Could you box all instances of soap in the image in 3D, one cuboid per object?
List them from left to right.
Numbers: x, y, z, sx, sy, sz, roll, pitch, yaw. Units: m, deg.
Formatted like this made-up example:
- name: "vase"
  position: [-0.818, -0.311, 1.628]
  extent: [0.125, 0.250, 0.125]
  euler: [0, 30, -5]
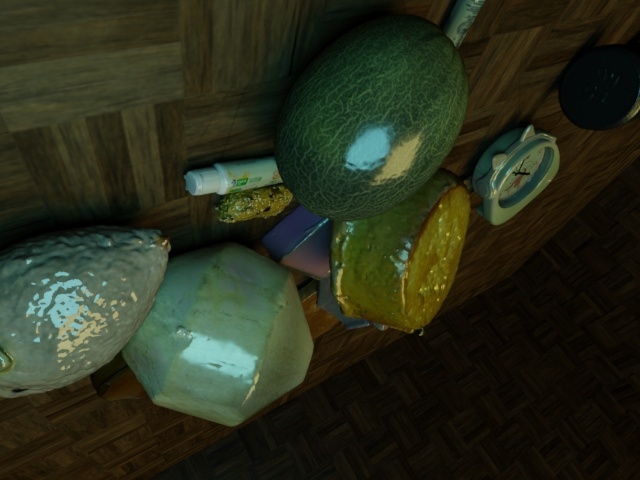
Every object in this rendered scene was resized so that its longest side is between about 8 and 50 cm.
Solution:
- name: "soap"
  position: [-0.001, -0.001, 1.065]
  extent: [0.181, 0.081, 0.259]
  euler: [-40, 154, 11]

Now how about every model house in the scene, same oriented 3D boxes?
- name: "model house"
  position: [0.153, 0.128, 1.236]
  extent: [0.237, 0.238, 0.202]
  euler: [-9, 121, -44]

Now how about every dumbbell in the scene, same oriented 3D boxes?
- name: "dumbbell"
  position: [0.792, -0.404, 1.164]
  extent: [0.323, 0.203, 0.203]
  euler: [-19, 152, -32]

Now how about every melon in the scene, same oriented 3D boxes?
- name: "melon"
  position: [0.072, -0.169, 0.651]
  extent: [0.301, 0.237, 0.238]
  euler: [-47, 153, 20]

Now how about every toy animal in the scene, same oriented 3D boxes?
- name: "toy animal"
  position: [-0.374, 0.096, 0.645]
  extent: [0.358, 0.188, 0.226]
  euler: [-42, 151, -4]

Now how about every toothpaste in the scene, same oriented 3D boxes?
- name: "toothpaste"
  position: [-0.079, -0.122, 0.781]
  extent: [0.315, 0.058, 0.055]
  euler: [-18, 108, -40]
- name: "toothpaste"
  position: [0.216, -0.335, 0.765]
  extent: [0.062, 0.039, 0.239]
  euler: [-16, 152, -27]

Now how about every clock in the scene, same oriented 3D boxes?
- name: "clock"
  position: [0.558, -0.205, 1.309]
  extent: [0.265, 0.108, 0.324]
  euler: [-41, 145, 3]

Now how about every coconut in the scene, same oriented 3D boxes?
- name: "coconut"
  position: [-0.173, 0.177, 0.873]
  extent: [0.353, 0.352, 0.352]
  euler: [-28, 155, -14]

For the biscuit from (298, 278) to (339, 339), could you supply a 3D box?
- name: "biscuit"
  position: [-0.002, 0.213, 1.485]
  extent: [0.385, 0.062, 0.365]
  euler: [-45, 153, 17]

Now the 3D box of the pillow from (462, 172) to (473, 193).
- name: "pillow"
  position: [0.495, -0.190, 1.399]
  extent: [0.211, 0.034, 0.135]
  euler: [-30, 154, -12]

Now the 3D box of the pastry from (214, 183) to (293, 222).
- name: "pastry"
  position: [-0.118, -0.070, 0.824]
  extent: [0.140, 0.056, 0.080]
  euler: [-14, 157, -51]

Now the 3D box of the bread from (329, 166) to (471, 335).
- name: "bread"
  position: [0.170, -0.003, 0.982]
  extent: [0.398, 0.216, 0.397]
  euler: [-32, 131, -45]

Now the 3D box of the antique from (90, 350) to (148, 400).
- name: "antique"
  position: [-0.379, 0.276, 1.047]
  extent: [0.278, 0.129, 0.223]
  euler: [-4, 142, -49]
